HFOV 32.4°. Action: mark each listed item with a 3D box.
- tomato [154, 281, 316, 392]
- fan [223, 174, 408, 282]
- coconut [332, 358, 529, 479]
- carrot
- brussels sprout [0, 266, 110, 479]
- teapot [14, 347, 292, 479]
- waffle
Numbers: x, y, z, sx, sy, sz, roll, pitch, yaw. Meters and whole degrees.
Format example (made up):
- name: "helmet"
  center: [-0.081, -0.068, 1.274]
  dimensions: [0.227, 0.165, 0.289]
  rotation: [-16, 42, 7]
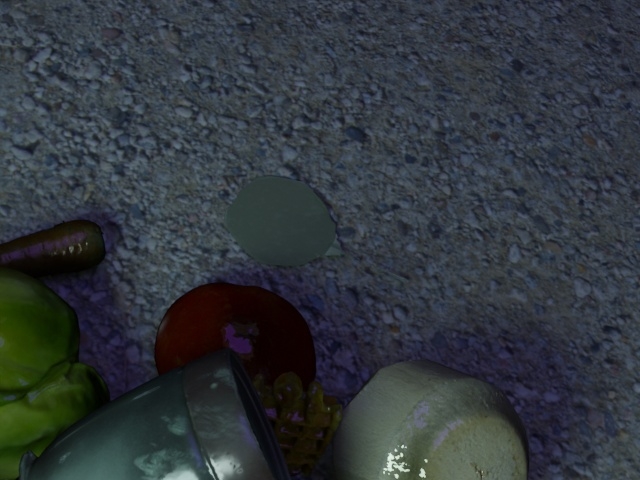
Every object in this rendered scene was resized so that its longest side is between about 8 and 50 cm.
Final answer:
- name: "tomato"
  center: [-0.110, 0.149, 1.527]
  dimensions: [0.233, 0.139, 0.200]
  rotation: [9, 60, -10]
- name: "fan"
  center: [0.000, 0.001, 1.741]
  dimensions: [0.310, 0.010, 0.182]
  rotation: [27, 54, 7]
- name: "coconut"
  center: [0.134, 0.279, 1.455]
  dimensions: [0.237, 0.266, 0.237]
  rotation: [-4, 99, -24]
- name: "carrot"
  center: [-0.451, 0.034, 1.556]
  dimensions: [0.298, 0.078, 0.078]
  rotation: [-16, 62, -21]
- name: "brussels sprout"
  center: [-0.410, 0.166, 1.385]
  dimensions: [0.294, 0.227, 0.259]
  rotation: [18, 41, -35]
- name: "teapot"
  center: [-0.183, 0.322, 1.241]
  dimensions: [0.312, 0.233, 0.315]
  rotation: [-23, 87, 0]
- name: "waffle"
  center: [-0.065, 0.235, 1.434]
  dimensions: [0.160, 0.211, 0.055]
  rotation: [8, 54, -10]
